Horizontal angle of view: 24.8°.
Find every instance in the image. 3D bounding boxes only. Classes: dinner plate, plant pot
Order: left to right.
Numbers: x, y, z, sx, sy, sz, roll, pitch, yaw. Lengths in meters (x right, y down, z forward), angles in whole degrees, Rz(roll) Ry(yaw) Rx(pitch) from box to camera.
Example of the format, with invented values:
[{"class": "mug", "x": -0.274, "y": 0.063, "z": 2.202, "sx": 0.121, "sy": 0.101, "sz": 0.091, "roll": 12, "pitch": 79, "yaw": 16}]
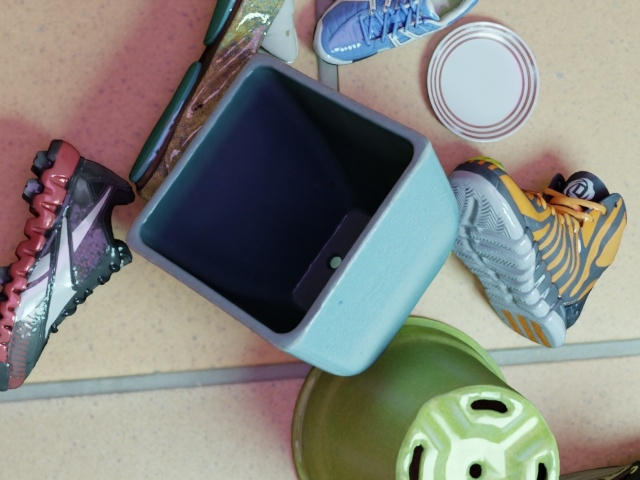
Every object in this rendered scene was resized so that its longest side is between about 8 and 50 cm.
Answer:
[{"class": "plant pot", "x": 0.000, "y": 0.000, "z": 1.542, "sx": 0.248, "sy": 0.247, "sz": 0.252, "roll": -55, "pitch": 147, "yaw": -6}, {"class": "plant pot", "x": 0.130, "y": 0.229, "z": 1.595, "sx": 0.276, "sy": 0.254, "sz": 0.276, "roll": 0, "pitch": 92, "yaw": -15}, {"class": "dinner plate", "x": 0.190, "y": -0.186, "z": 1.716, "sx": 0.141, "sy": 0.017, "sz": 0.141, "roll": -1, "pitch": 93, "yaw": -14}]

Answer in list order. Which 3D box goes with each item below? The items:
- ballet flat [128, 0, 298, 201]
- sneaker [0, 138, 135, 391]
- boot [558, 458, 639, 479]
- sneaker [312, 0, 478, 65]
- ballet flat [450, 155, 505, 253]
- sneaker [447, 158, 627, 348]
[{"class": "ballet flat", "x": -0.091, "y": -0.189, "z": 1.594, "sx": 0.123, "sy": 0.123, "sz": 0.349, "roll": 25, "pitch": 91, "yaw": -14}, {"class": "sneaker", "x": -0.277, "y": 0.038, "z": 1.560, "sx": 0.135, "sy": 0.097, "sz": 0.276, "roll": 19, "pitch": 86, "yaw": -12}, {"class": "boot", "x": 0.447, "y": 0.311, "z": 1.664, "sx": 0.377, "sy": 0.284, "sz": 0.138, "roll": -10, "pitch": 94, "yaw": -13}, {"class": "sneaker", "x": 0.088, "y": -0.261, "z": 1.654, "sx": 0.211, "sy": 0.081, "sz": 0.080, "roll": -26, "pitch": 100, "yaw": -11}, {"class": "ballet flat", "x": 0.130, "y": -0.011, "z": 1.676, "sx": 0.231, "sy": 0.077, "sz": 0.077, "roll": -46, "pitch": 100, "yaw": -9}, {"class": "sneaker", "x": 0.243, "y": -0.029, "z": 1.645, "sx": 0.180, "sy": 0.124, "sz": 0.321, "roll": -53, "pitch": 144, "yaw": -16}]
